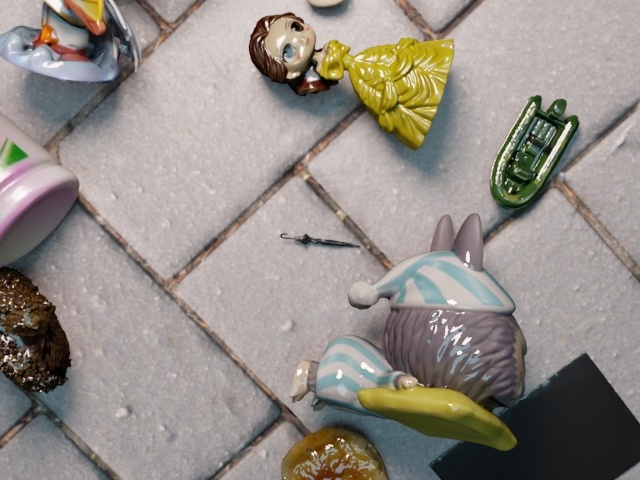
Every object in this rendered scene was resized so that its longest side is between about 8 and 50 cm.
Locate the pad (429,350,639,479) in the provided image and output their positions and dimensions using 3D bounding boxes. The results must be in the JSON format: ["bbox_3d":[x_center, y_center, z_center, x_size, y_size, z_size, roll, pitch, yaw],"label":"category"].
[{"bbox_3d":[0.429,0.414,1.055,0.368,0.007,0.247,-39,94,4],"label":"pad"}]

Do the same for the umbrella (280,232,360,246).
[{"bbox_3d":[-0.001,0.002,1.007,0.149,0.022,0.022,10,59,-9],"label":"umbrella"}]

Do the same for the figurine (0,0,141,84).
[{"bbox_3d":[-0.334,-0.447,0.825,0.277,0.248,0.388,38,121,32],"label":"figurine"}]

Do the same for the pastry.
[{"bbox_3d":[0.023,0.439,1.015,0.192,0.093,0.182,-36,94,0],"label":"pastry"}]

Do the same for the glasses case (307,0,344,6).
[{"bbox_3d":[0.003,-0.493,0.910,0.083,0.050,0.196,-2,113,8],"label":"glasses case"}]

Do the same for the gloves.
[{"bbox_3d":[-0.536,0.125,0.929,0.312,0.210,0.135,42,72,-5],"label":"gloves"}]

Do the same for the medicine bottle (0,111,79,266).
[{"bbox_3d":[-0.592,-0.131,0.898,0.325,0.212,0.212,42,95,-5],"label":"medicine bottle"}]

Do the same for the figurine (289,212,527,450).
[{"bbox_3d":[0.175,0.138,0.963,0.362,0.266,0.377,3,63,25],"label":"figurine"}]

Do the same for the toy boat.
[{"bbox_3d":[0.370,-0.153,0.969,0.104,0.052,0.210,28,95,-5],"label":"toy boat"}]

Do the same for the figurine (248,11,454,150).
[{"bbox_3d":[0.037,-0.284,0.898,0.315,0.168,0.187,17,106,-3],"label":"figurine"}]
